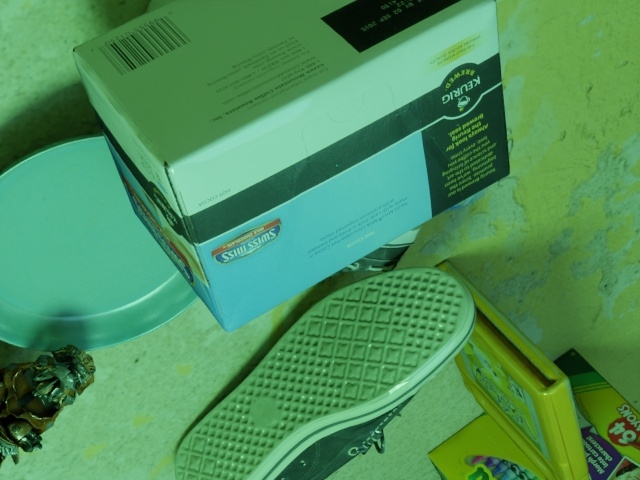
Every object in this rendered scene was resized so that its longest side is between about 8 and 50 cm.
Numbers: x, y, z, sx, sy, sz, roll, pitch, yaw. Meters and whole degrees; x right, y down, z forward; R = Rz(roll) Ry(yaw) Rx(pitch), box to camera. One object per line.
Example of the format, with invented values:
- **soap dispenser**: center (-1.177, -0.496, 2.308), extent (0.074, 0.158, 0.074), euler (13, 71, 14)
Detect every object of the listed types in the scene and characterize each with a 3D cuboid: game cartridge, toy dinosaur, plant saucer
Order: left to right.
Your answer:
- **toy dinosaur**: center (-0.401, 0.231, 1.487), extent (0.322, 0.164, 0.218), euler (-53, 176, 21)
- **plant saucer**: center (-0.253, 0.000, 1.436), extent (0.318, 0.043, 0.317), euler (-14, 135, -14)
- **game cartridge**: center (0.194, -0.069, 1.795), extent (0.083, 0.017, 0.056), euler (-20, 139, -22)
- **game cartridge**: center (0.280, 0.215, 1.900), extent (0.053, 0.285, 0.323), euler (-33, 138, -11)

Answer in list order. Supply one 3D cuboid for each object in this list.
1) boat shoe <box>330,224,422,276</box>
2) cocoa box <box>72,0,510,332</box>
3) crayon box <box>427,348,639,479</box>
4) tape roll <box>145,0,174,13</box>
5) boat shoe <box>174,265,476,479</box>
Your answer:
- **boat shoe**: center (0.000, 0.000, 1.647), extent (0.301, 0.108, 0.102), euler (0, 123, -46)
- **cocoa box**: center (-0.020, -0.122, 1.269), extent (0.347, 0.231, 0.228), euler (-29, 137, -14)
- **crayon box**: center (0.407, 0.399, 2.096), extent (0.313, 0.363, 0.106), euler (-34, 138, -8)
- **tape roll**: center (-0.052, -0.214, 1.420), extent (0.286, 0.100, 0.286), euler (-20, 135, -22)
- **boat shoe**: center (0.017, 0.210, 1.757), extent (0.500, 0.187, 0.156), euler (-41, 146, 20)
